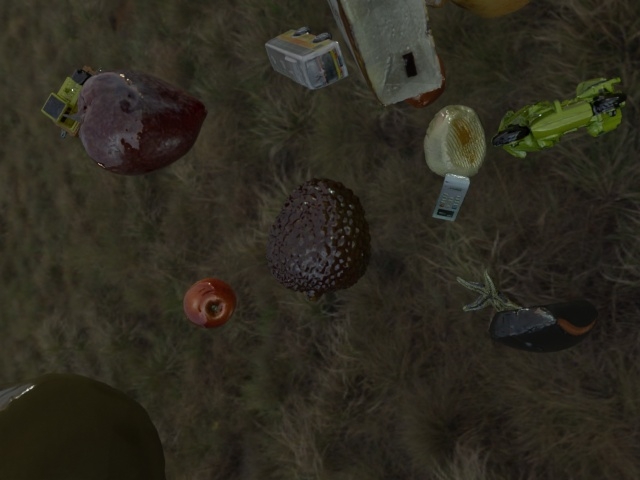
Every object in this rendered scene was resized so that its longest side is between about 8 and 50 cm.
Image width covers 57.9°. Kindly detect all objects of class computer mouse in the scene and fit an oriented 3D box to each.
[{"bbox_3d":[0.536,0.206,1.368,0.183,0.323,0.117,-28,68,47],"label":"computer mouse"}]

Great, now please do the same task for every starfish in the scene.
[{"bbox_3d":[0.479,0.151,1.643,0.208,0.053,0.176,18,140,33],"label":"starfish"}]

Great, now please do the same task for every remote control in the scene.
[{"bbox_3d":[0.329,-0.108,1.457,0.166,0.065,0.029,93,-171,-59],"label":"remote control"}]

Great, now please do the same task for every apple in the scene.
[{"bbox_3d":[-0.333,0.191,1.747,0.139,0.163,0.164,-178,91,-68],"label":"apple"}]

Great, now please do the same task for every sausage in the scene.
[{"bbox_3d":[0.354,-0.582,2.040,0.141,0.153,0.268,-40,33,38],"label":"sausage"}]

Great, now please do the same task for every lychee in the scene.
[{"bbox_3d":[0.000,0.000,1.270,0.235,0.235,0.272,27,110,50],"label":"lychee"}]

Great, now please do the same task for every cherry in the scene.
[{"bbox_3d":[-0.391,-0.253,1.242,0.203,0.300,0.230,104,150,-47],"label":"cherry"}]

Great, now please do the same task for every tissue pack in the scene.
[{"bbox_3d":[0.046,-0.282,0.630,0.091,0.183,0.226,-20,50,9],"label":"tissue pack"}]

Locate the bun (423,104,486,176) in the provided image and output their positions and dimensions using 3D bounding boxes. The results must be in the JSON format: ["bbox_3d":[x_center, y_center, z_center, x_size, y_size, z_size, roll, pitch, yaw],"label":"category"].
[{"bbox_3d":[0.434,-0.313,1.895,0.153,0.243,0.244,16,101,59],"label":"bun"}]

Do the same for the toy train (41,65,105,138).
[{"bbox_3d":[-0.640,-0.369,1.522,0.089,0.127,0.219,35,95,15],"label":"toy train"}]

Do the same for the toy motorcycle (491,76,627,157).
[{"bbox_3d":[0.593,-0.301,1.476,0.206,0.342,0.143,-85,-24,-75],"label":"toy motorcycle"}]

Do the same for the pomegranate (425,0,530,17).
[{"bbox_3d":[0.387,-0.686,1.384,0.342,0.342,0.343,-5,84,53],"label":"pomegranate"}]

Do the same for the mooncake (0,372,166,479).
[{"bbox_3d":[-0.507,0.477,1.019,0.262,0.466,0.468,-20,71,35],"label":"mooncake"}]

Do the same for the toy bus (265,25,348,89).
[{"bbox_3d":[-0.036,-0.404,1.274,0.268,0.106,0.092,47,163,55],"label":"toy bus"}]
